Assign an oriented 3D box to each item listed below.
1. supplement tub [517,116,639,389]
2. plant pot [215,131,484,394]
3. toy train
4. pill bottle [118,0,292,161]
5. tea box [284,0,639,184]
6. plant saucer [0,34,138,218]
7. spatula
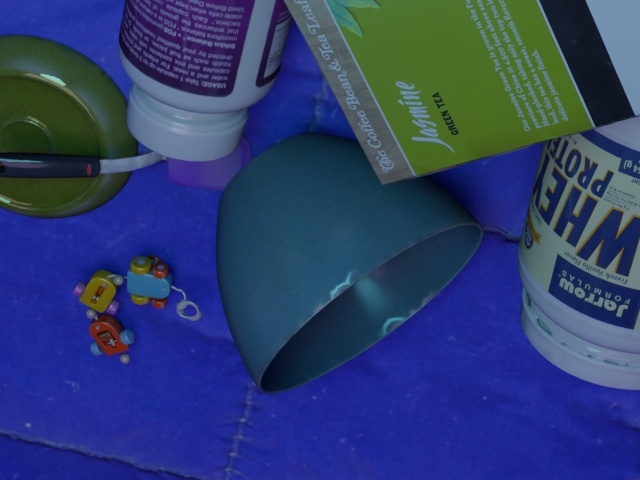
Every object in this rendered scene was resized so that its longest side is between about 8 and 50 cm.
[{"bbox_3d":[0.329,-0.035,1.587,0.235,0.235,0.325,10,125,3],"label":"supplement tub"},{"bbox_3d":[0.000,0.000,1.674,0.290,0.290,0.195,-47,71,32],"label":"plant pot"},{"bbox_3d":[-0.223,0.074,1.880,0.166,0.046,0.125,-24,119,28],"label":"toy train"},{"bbox_3d":[-0.111,-0.235,1.566,0.169,0.169,0.301,16,125,-1],"label":"pill bottle"},{"bbox_3d":[0.180,-0.258,1.386,0.323,0.329,0.220,-14,122,26],"label":"tea box"},{"bbox_3d":[-0.327,-0.116,1.768,0.241,0.037,0.241,5,126,7],"label":"plant saucer"},{"bbox_3d":[-0.223,-0.087,1.736,0.296,0.030,0.084,-3,126,-16],"label":"spatula"}]
